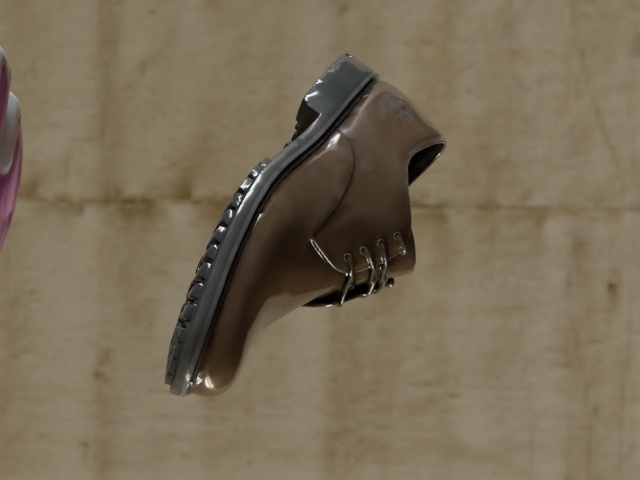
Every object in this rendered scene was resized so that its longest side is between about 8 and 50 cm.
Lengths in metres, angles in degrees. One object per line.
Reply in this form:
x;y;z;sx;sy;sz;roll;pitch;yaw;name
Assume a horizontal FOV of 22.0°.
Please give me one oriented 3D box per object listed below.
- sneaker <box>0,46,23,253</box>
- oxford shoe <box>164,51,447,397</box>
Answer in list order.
-0.171;-0.048;0.426;0.236;0.105;0.095;43;-129;-54;sneaker
0.000;0.000;0.835;0.227;0.096;0.083;-55;-5;-33;oxford shoe
